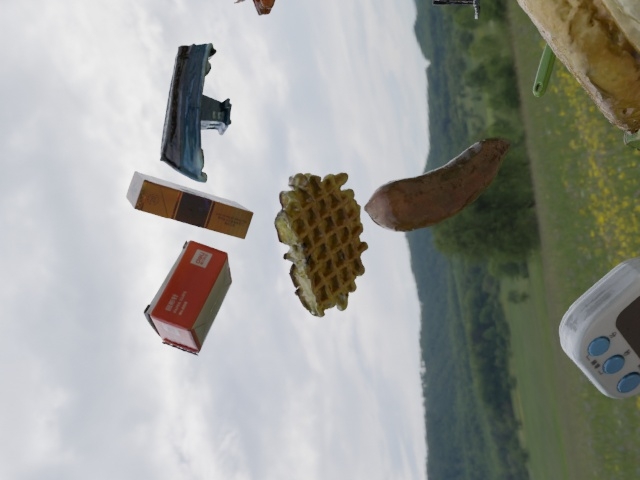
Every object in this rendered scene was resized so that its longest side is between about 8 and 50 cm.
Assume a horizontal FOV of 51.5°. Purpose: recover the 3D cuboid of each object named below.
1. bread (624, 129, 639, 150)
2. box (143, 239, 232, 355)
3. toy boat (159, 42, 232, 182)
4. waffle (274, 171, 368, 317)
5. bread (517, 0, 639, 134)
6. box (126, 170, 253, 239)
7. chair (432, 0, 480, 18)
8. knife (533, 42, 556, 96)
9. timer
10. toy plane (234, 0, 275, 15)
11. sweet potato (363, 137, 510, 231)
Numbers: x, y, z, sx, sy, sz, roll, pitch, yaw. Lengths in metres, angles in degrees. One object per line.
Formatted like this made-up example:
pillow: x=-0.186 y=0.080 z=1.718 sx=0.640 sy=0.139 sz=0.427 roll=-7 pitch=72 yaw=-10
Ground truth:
bread: x=0.592 y=-0.238 z=1.192 sx=0.084 sy=0.074 sz=0.139 roll=11 pitch=-108 yaw=-33
box: x=-0.254 y=0.112 z=1.303 sx=0.133 sy=0.099 sz=0.182 roll=89 pitch=-159 yaw=-61
toy boat: x=-0.114 y=-0.121 z=0.627 sx=0.060 sy=0.061 sz=0.137 roll=141 pitch=136 yaw=-64
waffle: x=-0.001 y=0.000 z=1.370 sx=0.283 sy=0.065 sz=0.309 roll=24 pitch=-108 yaw=-46
bread: x=0.271 y=-0.206 z=0.608 sx=0.236 sy=0.120 sz=0.198 roll=21 pitch=-140 yaw=-51
box: x=-0.276 y=-0.075 z=1.393 sx=0.152 sy=0.237 sz=0.070 roll=30 pitch=104 yaw=64
chair: x=0.278 y=-0.507 z=1.329 sx=0.212 sy=0.101 sz=0.084 roll=-28 pitch=-56 yaw=-81
knife: x=0.347 y=-0.301 z=0.984 sx=0.026 sy=0.022 sz=0.184 roll=19 pitch=-95 yaw=-44
timer: x=0.563 y=0.159 z=1.202 sx=0.262 sy=0.237 sz=0.087 roll=43 pitch=-174 yaw=-32
toy plane: x=-0.035 y=-0.387 z=0.956 sx=0.062 sy=0.188 sz=0.135 roll=58 pitch=165 yaw=-5
sweet potato: x=0.206 y=-0.086 z=1.091 sx=0.097 sy=0.292 sz=0.097 roll=56 pitch=162 yaw=30
